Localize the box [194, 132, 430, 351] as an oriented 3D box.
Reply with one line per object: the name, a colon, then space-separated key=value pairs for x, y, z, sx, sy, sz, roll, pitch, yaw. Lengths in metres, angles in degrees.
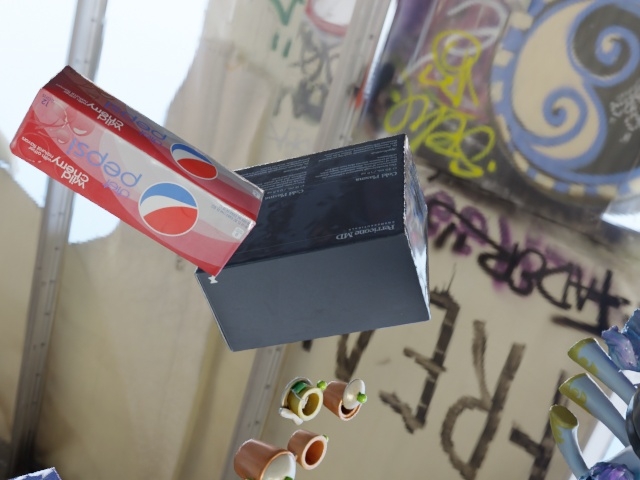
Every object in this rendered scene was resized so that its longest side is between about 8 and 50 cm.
box: x=0.000 y=0.000 z=1.434 sx=0.343 sy=0.179 sz=0.312 roll=-11 pitch=-147 yaw=14

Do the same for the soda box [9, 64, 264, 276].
soda box: x=-0.196 y=-0.075 z=0.932 sx=0.263 sy=0.092 sz=0.083 roll=32 pitch=-154 yaw=-13

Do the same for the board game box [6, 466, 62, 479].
board game box: x=-0.524 y=0.456 z=1.224 sx=0.347 sy=0.078 sz=0.233 roll=-9 pitch=-164 yaw=-30

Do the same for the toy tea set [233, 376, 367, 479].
toy tea set: x=-0.022 y=0.391 z=1.642 sx=0.124 sy=0.200 sz=0.336 roll=19 pitch=-118 yaw=40

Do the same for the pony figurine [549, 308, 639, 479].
pony figurine: x=0.461 y=0.271 z=1.071 sx=0.302 sy=0.351 sz=0.363 roll=-3 pitch=-128 yaw=-30

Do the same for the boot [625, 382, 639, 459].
boot: x=0.301 y=0.040 z=0.319 sx=0.338 sy=0.223 sz=0.118 roll=10 pitch=-131 yaw=24
